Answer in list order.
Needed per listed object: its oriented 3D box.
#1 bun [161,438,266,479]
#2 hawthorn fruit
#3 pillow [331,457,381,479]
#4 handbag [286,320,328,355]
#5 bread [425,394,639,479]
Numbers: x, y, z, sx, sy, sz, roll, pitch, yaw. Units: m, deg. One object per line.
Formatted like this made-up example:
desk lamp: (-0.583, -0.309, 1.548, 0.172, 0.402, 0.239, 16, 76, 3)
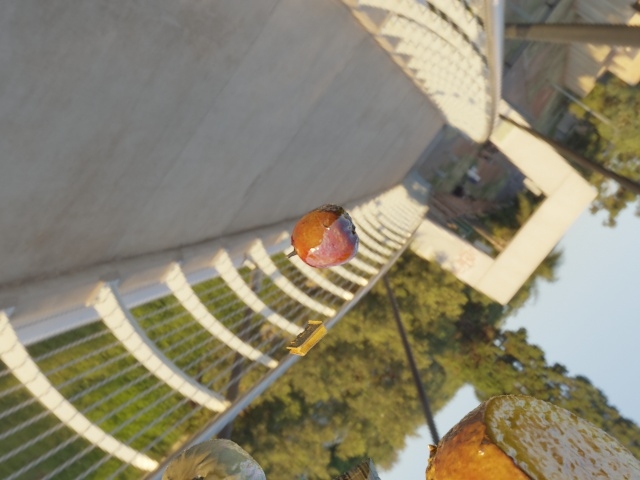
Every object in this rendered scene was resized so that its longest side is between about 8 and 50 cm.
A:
bun: (-0.259, 0.599, 1.638, 0.273, 0.273, 0.168, -52, 153, 5)
hawthorn fruit: (0.006, -0.002, 0.772, 0.077, 0.077, 0.077, -49, 169, -12)
pillow: (0.060, 0.617, 1.662, 0.203, 0.113, 0.038, -25, 157, -14)
handbag: (-0.029, 0.207, 1.478, 0.083, 0.027, 0.061, -42, -160, -27)
bread: (0.282, 0.329, 0.852, 0.172, 0.312, 0.312, -62, 166, 25)
